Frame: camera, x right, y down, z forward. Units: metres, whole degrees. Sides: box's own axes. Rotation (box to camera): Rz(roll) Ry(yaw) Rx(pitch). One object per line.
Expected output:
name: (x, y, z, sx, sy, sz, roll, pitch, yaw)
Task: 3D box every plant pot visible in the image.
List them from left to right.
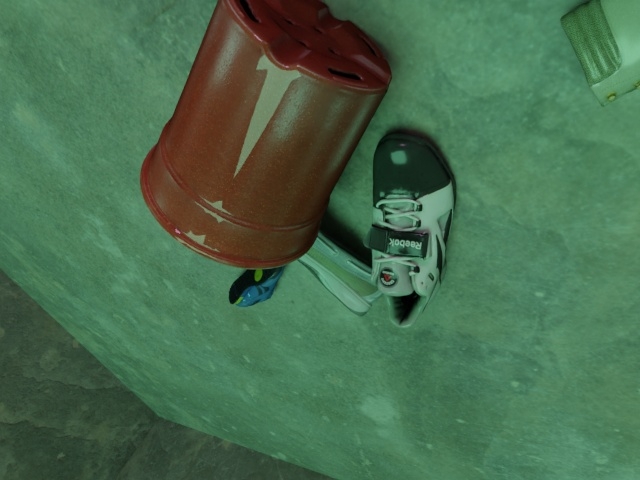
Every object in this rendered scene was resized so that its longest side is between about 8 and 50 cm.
plant pot: (-0.065, -0.149, 0.523, 0.272, 0.272, 0.265, 34, 132, -2)

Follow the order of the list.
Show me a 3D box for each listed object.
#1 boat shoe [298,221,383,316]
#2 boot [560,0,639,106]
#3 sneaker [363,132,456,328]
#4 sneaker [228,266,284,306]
boat shoe: (0.001, 0.001, 0.744, 0.320, 0.103, 0.118, 46, -177, -12)
boot: (0.347, -0.168, 0.368, 0.213, 0.077, 0.165, 48, 137, -10)
sneaker: (0.134, 0.006, 0.626, 0.123, 0.146, 0.330, 6, 132, 29)
sneaker: (-0.133, 0.097, 0.954, 0.082, 0.069, 0.209, 16, 140, -35)
